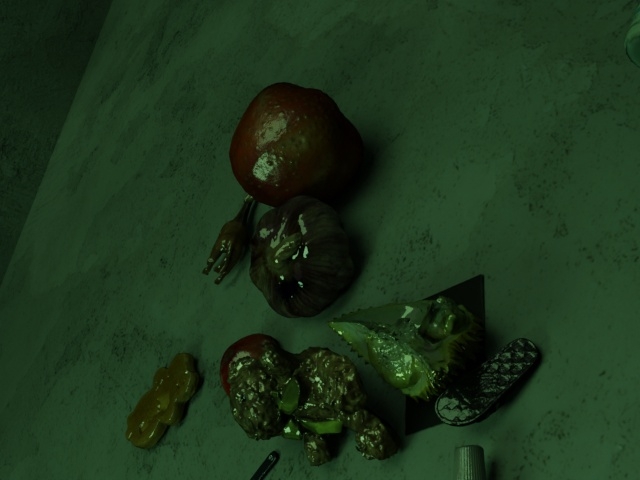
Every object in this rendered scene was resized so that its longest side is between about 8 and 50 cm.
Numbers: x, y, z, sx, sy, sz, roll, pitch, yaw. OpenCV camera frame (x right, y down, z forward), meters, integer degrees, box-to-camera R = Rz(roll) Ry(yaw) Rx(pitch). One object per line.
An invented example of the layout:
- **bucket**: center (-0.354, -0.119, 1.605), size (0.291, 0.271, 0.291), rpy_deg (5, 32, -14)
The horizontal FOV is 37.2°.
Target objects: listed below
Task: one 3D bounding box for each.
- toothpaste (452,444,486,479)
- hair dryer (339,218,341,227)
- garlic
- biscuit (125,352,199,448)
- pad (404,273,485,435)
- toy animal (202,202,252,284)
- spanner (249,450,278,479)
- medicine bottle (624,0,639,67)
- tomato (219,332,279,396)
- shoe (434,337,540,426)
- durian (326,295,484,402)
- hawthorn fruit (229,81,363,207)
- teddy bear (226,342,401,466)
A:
- **toothpaste**: center (0.209, 0.422, 1.297), size (0.099, 0.068, 0.282), rpy_deg (117, 156, -62)
- **hair dryer**: center (0.000, 0.000, 1.958), size (0.114, 0.037, 0.063), rpy_deg (-36, 38, 43)
- **garlic**: center (-0.051, 0.034, 1.848), size (0.245, 0.160, 0.245), rpy_deg (1, 92, 41)
- **biscuit**: center (-0.354, 0.367, 2.123), size (0.249, 0.035, 0.184), rpy_deg (-52, 32, 11)
- **pad**: center (0.203, 0.184, 1.547), size (0.170, 0.006, 0.245), rpy_deg (-29, 42, 38)
- **toy animal**: center (-0.199, -0.027, 2.227), size (0.230, 0.066, 0.224), rpy_deg (-60, 12, 15)
- **spanner**: center (-0.144, 0.473, 1.770), size (0.208, 0.012, 0.046), rpy_deg (-53, 31, 8)
- **medicine bottle**: center (0.540, -0.341, 1.414), size (0.135, 0.135, 0.168), rpy_deg (6, 68, 55)
- **tomato**: center (-0.147, 0.252, 1.888), size (0.139, 0.091, 0.159), rpy_deg (-43, 37, 24)
- **shoe**: center (0.255, 0.220, 1.414), size (0.179, 0.049, 0.071), rpy_deg (-39, 49, -2)
- **durian**: center (0.151, 0.155, 1.478), size (0.172, 0.166, 0.306), rpy_deg (-57, 24, -3)
- **hawthorn fruit**: center (-0.063, -0.181, 1.979), size (0.300, 0.275, 0.275), rpy_deg (-46, 34, 16)
- **teddy bear**: center (-0.033, 0.278, 1.590), size (0.222, 0.246, 0.296), rpy_deg (-31, 22, -6)
